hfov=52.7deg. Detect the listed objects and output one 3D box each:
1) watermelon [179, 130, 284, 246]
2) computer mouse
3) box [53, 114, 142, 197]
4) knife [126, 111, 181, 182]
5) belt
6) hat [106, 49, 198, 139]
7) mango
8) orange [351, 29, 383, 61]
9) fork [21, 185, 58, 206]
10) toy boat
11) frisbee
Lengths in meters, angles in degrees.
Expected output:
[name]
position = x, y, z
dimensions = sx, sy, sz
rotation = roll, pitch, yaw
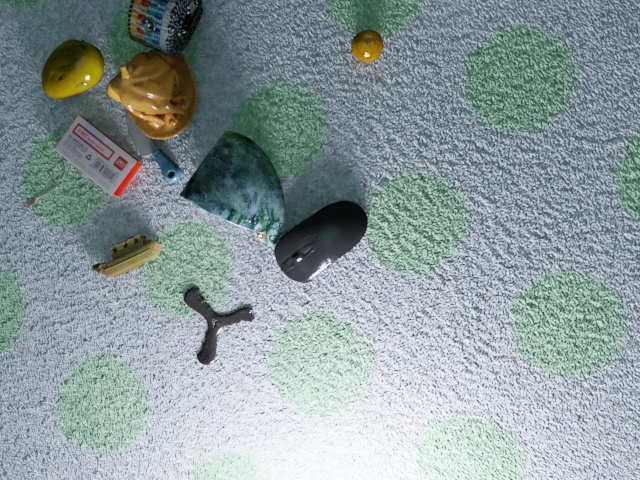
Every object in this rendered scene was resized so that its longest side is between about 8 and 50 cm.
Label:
[watermelon]
position = -0.244, -0.110, 1.632
dimensions = 0.213, 0.289, 0.320
rotation = -18, 91, 43
[computer mouse]
position = 0.000, 0.000, 1.657
dimensions = 0.269, 0.086, 0.138
rotation = -37, 84, 7
[box]
position = -0.609, -0.232, 1.759
dimensions = 0.229, 0.050, 0.123
rotation = 37, 92, 7
[knife]
position = -0.464, -0.251, 1.753
dimensions = 0.058, 0.032, 0.244
rotation = -43, 80, 10
[belt]
position = -0.384, -0.610, 1.650
dimensions = 0.149, 0.207, 0.258
rotation = 23, 79, 1
[hat]
position = -0.448, -0.411, 1.641
dimensions = 0.233, 0.233, 0.244
rotation = 30, 90, 10
[mango]
position = -0.676, -0.459, 1.749
dimensions = 0.195, 0.098, 0.137
rotation = -39, 88, 10
[orange]
position = 0.120, -0.498, 1.656
dimensions = 0.083, 0.070, 0.084
rotation = 0, 78, 1
[fork]
position = -0.780, -0.123, 1.801
dimensions = 0.115, 0.012, 0.016
rotation = -30, 89, 1
[toy boat]
position = -0.524, 0.039, 1.741
dimensions = 0.200, 0.057, 0.077
rotation = -24, 81, 7
[frisbee]
position = -0.267, 0.212, 1.725
dimensions = 0.187, 0.012, 0.211
rotation = -18, 86, 6
